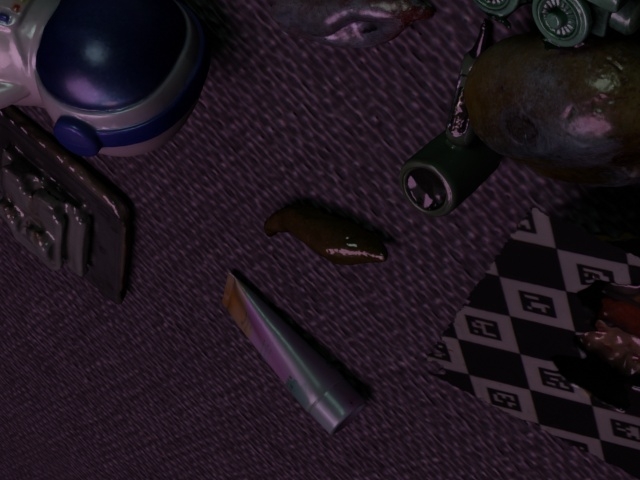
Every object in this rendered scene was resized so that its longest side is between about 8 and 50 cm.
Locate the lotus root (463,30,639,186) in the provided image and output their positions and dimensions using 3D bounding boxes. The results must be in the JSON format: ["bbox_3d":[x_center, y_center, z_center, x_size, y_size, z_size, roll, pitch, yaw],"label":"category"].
[{"bbox_3d":[0.169,-0.082,1.160,0.113,0.088,0.192,30,164,-32],"label":"lotus root"}]

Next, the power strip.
[{"bbox_3d":[-0.279,-0.025,1.924,0.198,0.064,0.213,38,155,15],"label":"power strip"}]

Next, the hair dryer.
[{"bbox_3d":[0.097,-0.091,1.297,0.047,0.071,0.150,28,134,21],"label":"hair dryer"}]

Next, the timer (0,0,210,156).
[{"bbox_3d":[-0.264,-0.170,1.515,0.383,0.270,0.270,16,146,21],"label":"timer"}]

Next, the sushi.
[{"bbox_3d":[0.227,0.076,1.368,0.264,0.050,0.290,26,151,3],"label":"sushi"}]

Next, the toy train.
[{"bbox_3d":[0.117,-0.182,1.104,0.170,0.071,0.111,32,145,22],"label":"toy train"}]

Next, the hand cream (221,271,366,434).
[{"bbox_3d":[-0.032,0.105,1.802,0.174,0.047,0.076,47,157,12],"label":"hand cream"}]

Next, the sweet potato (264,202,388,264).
[{"bbox_3d":[-0.001,-0.006,1.584,0.153,0.038,0.041,16,121,47],"label":"sweet potato"}]

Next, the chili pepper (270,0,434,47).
[{"bbox_3d":[0.014,-0.155,1.327,0.050,0.041,0.153,8,-175,-45],"label":"chili pepper"}]
